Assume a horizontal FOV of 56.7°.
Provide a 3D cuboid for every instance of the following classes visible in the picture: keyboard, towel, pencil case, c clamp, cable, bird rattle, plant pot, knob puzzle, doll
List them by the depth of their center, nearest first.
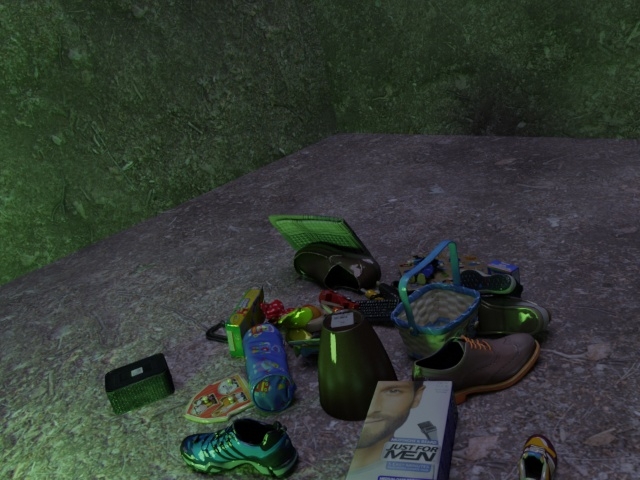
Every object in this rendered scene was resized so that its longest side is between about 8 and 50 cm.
[{"bbox_3d":[0.079,0.300,1.520,0.215,0.230,0.215,-11,22,5],"label":"plant pot"},{"bbox_3d":[-0.289,0.440,1.649,0.213,0.030,0.213,-11,23,5],"label":"knob puzzle"},{"bbox_3d":[-0.146,0.350,1.669,0.133,0.119,0.306,-5,21,-10],"label":"pencil case"},{"bbox_3d":[0.169,0.206,1.871,0.180,0.023,0.108,-7,48,36],"label":"keyboard"},{"bbox_3d":[-0.069,0.259,1.896,0.207,0.143,0.253,-9,7,-22],"label":"bird rattle"},{"bbox_3d":[0.258,0.209,1.901,0.140,0.072,0.287,-6,30,-30],"label":"cable"},{"bbox_3d":[-0.303,0.300,2.000,0.161,0.022,0.137,2,32,28],"label":"c clamp"},{"bbox_3d":[0.355,0.088,2.018,0.129,0.046,0.189,7,25,30],"label":"doll"},{"bbox_3d":[0.000,0.000,2.213,0.324,0.312,0.056,4,64,30],"label":"towel"}]

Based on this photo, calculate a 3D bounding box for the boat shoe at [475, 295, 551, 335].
[{"bbox_3d":[0.501,0.211,1.685,0.103,0.113,0.302,-6,10,-44],"label":"boat shoe"}]

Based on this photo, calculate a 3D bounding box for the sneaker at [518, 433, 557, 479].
[{"bbox_3d":[0.436,0.442,1.188,0.070,0.083,0.185,-3,25,22],"label":"sneaker"}]

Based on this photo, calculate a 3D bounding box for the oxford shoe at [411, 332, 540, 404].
[{"bbox_3d":[0.394,0.298,1.481,0.364,0.132,0.130,-20,23,-18],"label":"oxford shoe"}]

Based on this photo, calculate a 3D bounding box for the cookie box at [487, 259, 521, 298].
[{"bbox_3d":[0.566,0.124,1.828,0.040,0.107,0.092,-26,26,-29],"label":"cookie box"}]

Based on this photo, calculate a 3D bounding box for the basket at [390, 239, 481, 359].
[{"bbox_3d":[0.317,0.171,1.614,0.201,0.289,0.255,5,31,46],"label":"basket"}]

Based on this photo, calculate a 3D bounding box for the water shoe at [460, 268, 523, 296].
[{"bbox_3d":[0.476,0.132,1.678,0.203,0.080,0.073,6,70,58],"label":"water shoe"}]

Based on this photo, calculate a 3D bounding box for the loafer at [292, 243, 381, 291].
[{"bbox_3d":[0.034,0.100,2.131,0.366,0.133,0.130,5,28,36],"label":"loafer"}]

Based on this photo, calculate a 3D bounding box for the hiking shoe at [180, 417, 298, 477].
[{"bbox_3d":[-0.201,0.469,1.401,0.304,0.132,0.113,-5,24,18],"label":"hiking shoe"}]

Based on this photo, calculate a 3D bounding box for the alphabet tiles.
[{"bbox_3d":[0.420,0.108,2.025,0.285,0.011,0.342,-7,21,1],"label":"alphabet tiles"}]

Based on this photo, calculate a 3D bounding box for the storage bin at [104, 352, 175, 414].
[{"bbox_3d":[-0.535,0.421,1.753,0.180,0.084,0.122,-20,23,-14],"label":"storage bin"}]

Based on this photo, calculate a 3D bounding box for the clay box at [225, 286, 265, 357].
[{"bbox_3d":[-0.233,0.253,1.900,0.053,0.127,0.222,4,31,14],"label":"clay box"}]

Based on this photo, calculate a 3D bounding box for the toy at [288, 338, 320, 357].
[{"bbox_3d":[0.039,0.317,1.688,0.237,0.137,0.056,-4,65,18],"label":"toy"}]

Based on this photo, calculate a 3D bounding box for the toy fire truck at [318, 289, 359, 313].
[{"bbox_3d":[0.046,0.206,1.851,0.135,0.047,0.192,3,15,-44],"label":"toy fire truck"}]

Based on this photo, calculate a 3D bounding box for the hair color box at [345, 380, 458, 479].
[{"bbox_3d":[0.184,0.448,1.282,0.185,0.110,0.339,-5,22,21],"label":"hair color box"}]
